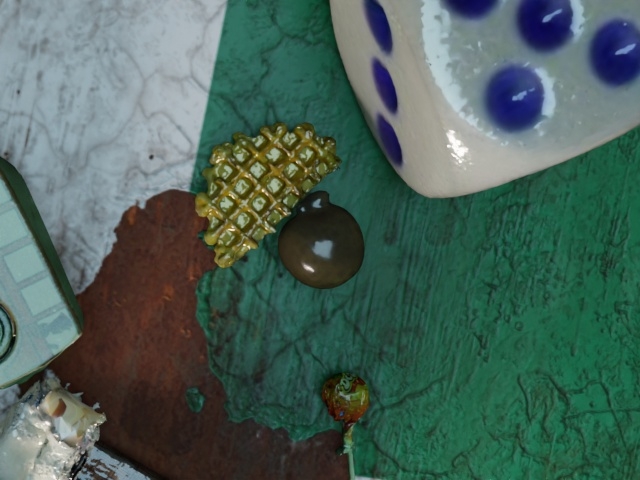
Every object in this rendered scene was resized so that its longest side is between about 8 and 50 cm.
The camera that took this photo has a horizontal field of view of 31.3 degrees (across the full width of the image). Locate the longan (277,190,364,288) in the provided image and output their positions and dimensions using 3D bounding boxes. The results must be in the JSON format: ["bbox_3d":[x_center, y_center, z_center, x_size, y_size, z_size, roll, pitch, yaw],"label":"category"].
[{"bbox_3d":[0.000,0.000,1.384,0.106,0.106,0.119,-13,103,-12],"label":"longan"}]

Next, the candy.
[{"bbox_3d":[0.038,0.262,1.442,0.060,0.060,0.201,-7,103,-13],"label":"candy"}]

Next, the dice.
[{"bbox_3d":[0.206,-0.239,1.330,0.304,0.277,0.304,-25,98,-13],"label":"dice"}]

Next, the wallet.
[{"bbox_3d":[-0.285,0.295,1.364,0.230,0.042,0.124,34,85,-13],"label":"wallet"}]

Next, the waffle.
[{"bbox_3d":[-0.060,-0.060,1.393,0.192,0.046,0.160,-12,94,-12],"label":"waffle"}]

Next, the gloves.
[{"bbox_3d":[-0.319,0.236,1.301,0.114,0.070,0.153,38,94,-12],"label":"gloves"}]

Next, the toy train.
[{"bbox_3d":[-0.386,0.007,1.279,0.159,0.129,0.326,-28,100,-14],"label":"toy train"}]
